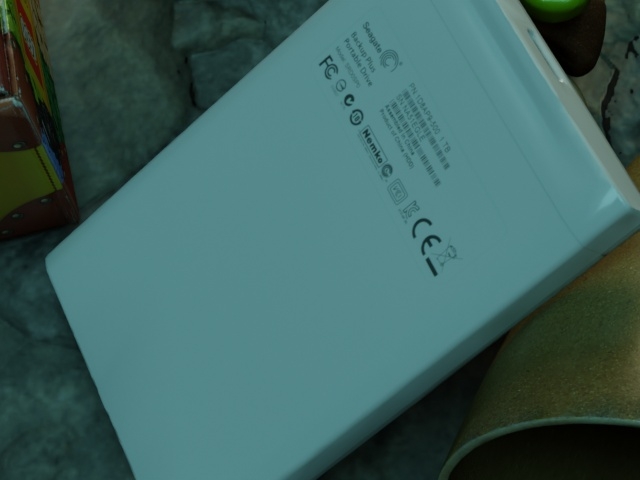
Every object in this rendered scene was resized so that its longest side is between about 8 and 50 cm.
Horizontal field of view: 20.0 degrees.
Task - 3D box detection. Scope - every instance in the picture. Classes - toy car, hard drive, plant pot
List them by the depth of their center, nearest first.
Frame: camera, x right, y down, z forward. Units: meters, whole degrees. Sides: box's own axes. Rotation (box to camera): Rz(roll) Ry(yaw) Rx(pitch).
[{"bbox_3d":[0.213,0.071,1.063,0.237,0.237,0.254,13,53,10],"label":"plant pot"},{"bbox_3d":[0.000,0.000,1.081,0.353,0.047,0.233,-40,60,22],"label":"hard drive"},{"bbox_3d":[0.113,-0.081,1.166,0.149,0.155,0.188,-3,79,4],"label":"toy car"}]

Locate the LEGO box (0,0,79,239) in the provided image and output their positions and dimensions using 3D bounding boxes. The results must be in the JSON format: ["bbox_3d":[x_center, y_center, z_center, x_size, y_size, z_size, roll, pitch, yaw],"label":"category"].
[{"bbox_3d":[-0.448,-0.153,1.208,0.500,0.193,0.372,-12,66,-1],"label":"LEGO box"}]
